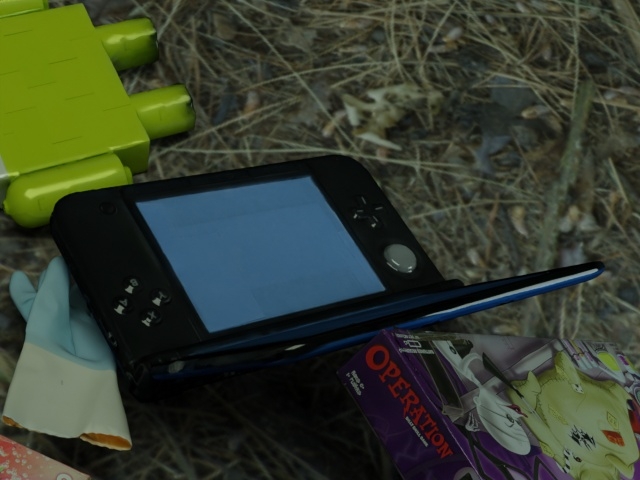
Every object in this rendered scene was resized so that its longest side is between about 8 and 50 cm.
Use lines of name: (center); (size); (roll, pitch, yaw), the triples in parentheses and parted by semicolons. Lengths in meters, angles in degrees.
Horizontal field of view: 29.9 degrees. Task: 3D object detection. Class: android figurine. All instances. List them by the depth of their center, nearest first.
android figurine: (-0.250, -0.113, 0.986); (0.273, 0.056, 0.248); (-14, 59, -22)

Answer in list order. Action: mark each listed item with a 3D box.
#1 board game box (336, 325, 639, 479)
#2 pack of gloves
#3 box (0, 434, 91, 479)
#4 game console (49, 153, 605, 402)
board game box: (0.170, 0.152, 0.764); (0.347, 0.056, 0.208); (8, 46, -55)
pack of gloves: (-0.222, 0.043, 0.798); (0.195, 0.046, 0.232); (18, 16, -20)
box: (-0.303, 0.167, 0.719); (0.300, 0.142, 0.154); (24, 53, 6)
game console: (0.000, 0.000, 0.844); (0.293, 0.173, 0.250); (-11, 56, -37)
